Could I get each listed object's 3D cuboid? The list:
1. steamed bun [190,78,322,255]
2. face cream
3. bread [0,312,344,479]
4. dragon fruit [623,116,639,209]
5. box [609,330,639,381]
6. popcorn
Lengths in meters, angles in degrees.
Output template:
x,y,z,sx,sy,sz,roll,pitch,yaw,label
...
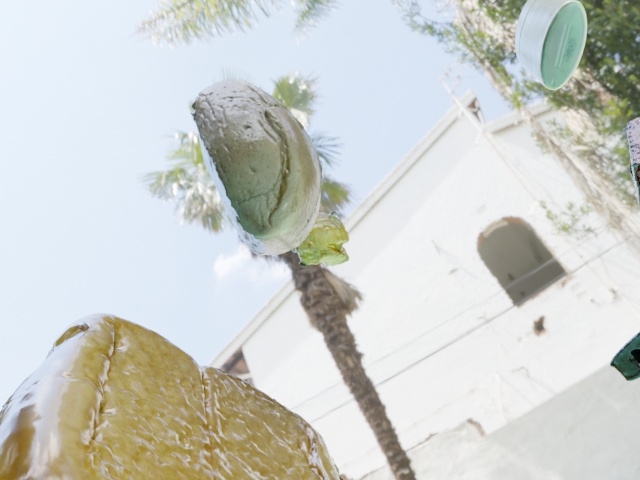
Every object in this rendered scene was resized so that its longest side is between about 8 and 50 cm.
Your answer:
x,y,z,sx,sy,sz,roll,pitch,yaw,label
-0.095,-0.135,1.063,0.199,0.301,0.251,-24,-16,-9,steamed bun
0.499,-0.450,1.311,0.081,0.348,0.173,8,-65,5,face cream
-0.125,0.224,0.506,0.328,0.337,0.148,34,-85,-21,bread
0.558,-0.120,0.910,0.161,0.127,0.120,-4,-39,35,dragon fruit
0.666,0.122,1.033,0.289,0.073,0.290,-9,-38,-43,box
0.000,0.000,1.447,0.167,0.148,0.152,26,-68,-29,popcorn
